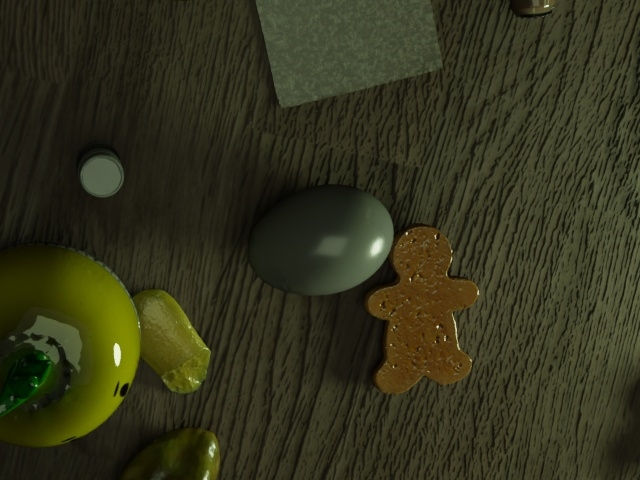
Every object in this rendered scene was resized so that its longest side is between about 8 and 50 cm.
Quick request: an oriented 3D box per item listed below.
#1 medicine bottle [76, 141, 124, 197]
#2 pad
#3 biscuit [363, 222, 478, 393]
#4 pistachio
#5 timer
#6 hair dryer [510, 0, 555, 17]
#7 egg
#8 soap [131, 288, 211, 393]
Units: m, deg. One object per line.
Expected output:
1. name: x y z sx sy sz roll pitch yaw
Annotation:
1. medicine bottle: -0.286 -0.092 1.853 0.058 0.091 0.058 -3 105 -11
2. pad: 0.040 -0.279 1.918 0.235 0.003 0.158 -15 107 -7
3. biscuit: 0.142 0.093 2.021 0.165 0.036 0.250 -8 109 -10
4. pistachio: -0.218 0.335 1.975 0.189 0.100 0.110 -44 113 3
5. timer: -0.360 0.146 1.797 0.285 0.285 0.285 -3 105 -11
6. hair dryer: 0.339 -0.371 1.930 0.181 0.064 0.117 -11 107 -14
7. egg: 0.000 0.000 1.908 0.198 0.146 0.146 -10 106 -2
8. soap: -0.207 0.140 1.961 0.089 0.033 0.168 -37 109 6
